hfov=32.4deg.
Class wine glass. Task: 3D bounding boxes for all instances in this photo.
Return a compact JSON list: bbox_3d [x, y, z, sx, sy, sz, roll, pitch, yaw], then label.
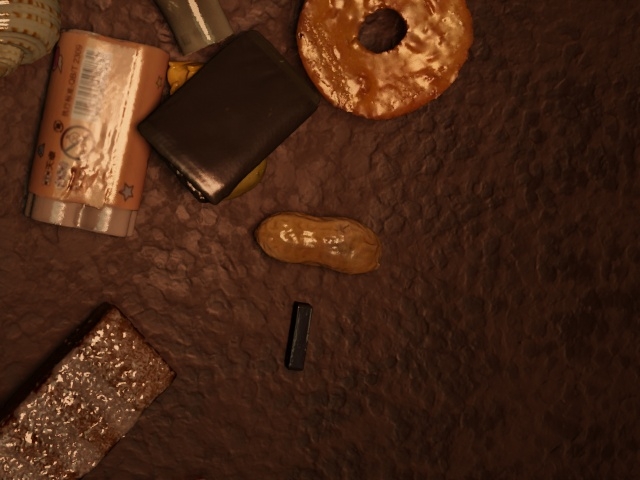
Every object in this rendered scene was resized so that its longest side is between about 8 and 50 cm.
[{"bbox_3d":[-0.217,-0.397,1.656,0.103,0.103,0.231,-26,104,-8],"label":"wine glass"}]

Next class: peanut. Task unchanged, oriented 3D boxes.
[{"bbox_3d":[0.000,0.000,1.757,0.214,0.099,0.099,11,94,-7],"label":"peanut"}]

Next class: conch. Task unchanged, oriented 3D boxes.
[{"bbox_3d":[-0.475,-0.331,1.588,0.172,0.131,0.200,-11,97,9],"label":"conch"}]

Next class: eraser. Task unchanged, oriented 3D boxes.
[{"bbox_3d":[-0.339,-0.161,1.667,0.171,0.087,0.290,11,93,-11],"label":"eraser"}]

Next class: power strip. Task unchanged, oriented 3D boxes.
[{"bbox_3d":[-0.035,0.155,1.788,0.029,0.038,0.111,8,96,-13],"label":"power strip"}]

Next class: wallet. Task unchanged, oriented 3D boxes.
[{"bbox_3d":[-0.133,-0.185,1.648,0.245,0.052,0.168,-44,94,-14],"label":"wallet"}]

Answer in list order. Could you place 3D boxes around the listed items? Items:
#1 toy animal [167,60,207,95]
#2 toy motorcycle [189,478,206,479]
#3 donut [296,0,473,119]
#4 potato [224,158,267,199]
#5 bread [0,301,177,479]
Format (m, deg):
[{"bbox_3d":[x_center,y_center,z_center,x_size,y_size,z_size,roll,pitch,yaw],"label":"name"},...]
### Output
[{"bbox_3d":[-0.198,-0.196,1.704,0.083,0.070,0.159,-4,105,-50],"label":"toy animal"},{"bbox_3d":[-0.185,0.453,1.776,0.205,0.076,0.114,35,82,-14],"label":"toy motorcycle"},{"bbox_3d":[0.089,-0.324,1.723,0.277,0.108,0.277,-1,97,-11],"label":"donut"},{"bbox_3d":[-0.131,-0.153,1.711,0.105,0.085,0.188,7,91,-31],"label":"potato"},{"bbox_3d":[-0.407,0.295,1.653,0.416,0.113,0.165,-49,115,-15],"label":"bread"}]
